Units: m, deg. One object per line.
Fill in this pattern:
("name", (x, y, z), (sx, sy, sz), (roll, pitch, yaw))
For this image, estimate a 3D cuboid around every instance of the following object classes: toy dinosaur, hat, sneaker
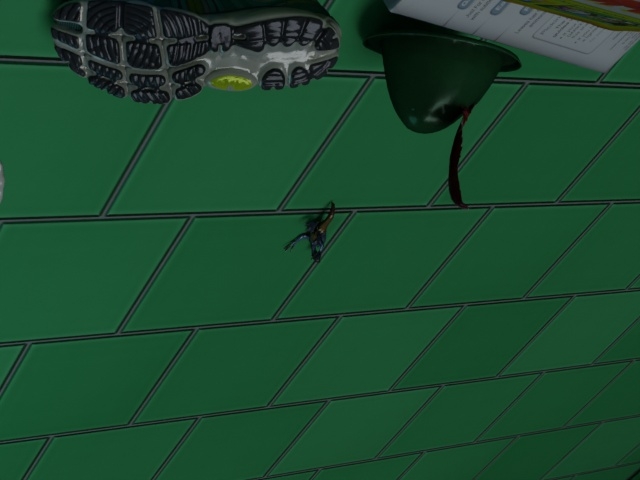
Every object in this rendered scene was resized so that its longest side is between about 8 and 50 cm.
("toy dinosaur", (0.000, 0.000, 1.884), (0.090, 0.047, 0.082), (-40, 169, 2))
("hat", (0.117, -0.120, 1.555), (0.173, 0.183, 0.208), (7, 177, 22))
("sneaker", (-0.119, -0.198, 1.387), (0.275, 0.110, 0.107), (0, 127, -12))

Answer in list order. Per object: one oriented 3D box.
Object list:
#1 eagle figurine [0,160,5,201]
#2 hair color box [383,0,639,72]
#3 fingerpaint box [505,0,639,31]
("eagle figurine", (-0.388, -0.128, 1.170), (0.225, 0.226, 0.298), (2, 170, 4))
("hair color box", (0.228, -0.300, 1.499), (0.375, 0.113, 0.185), (6, 137, -46))
("fingerpaint box", (0.165, -0.281, 1.097), (0.445, 0.371, 0.163), (10, 94, -23))
